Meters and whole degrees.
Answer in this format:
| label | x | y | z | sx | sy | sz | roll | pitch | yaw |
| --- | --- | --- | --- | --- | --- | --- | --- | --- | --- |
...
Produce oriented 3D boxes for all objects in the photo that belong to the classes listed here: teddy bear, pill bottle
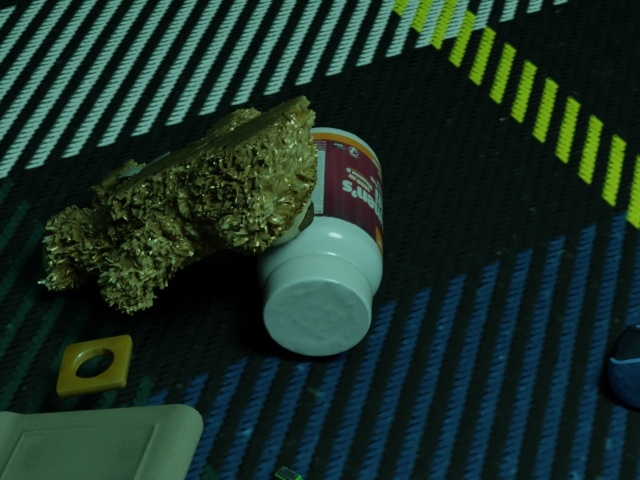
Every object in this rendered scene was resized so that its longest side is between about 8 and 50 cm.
| label | x | y | z | sx | sy | sz | roll | pitch | yaw |
| --- | --- | --- | --- | --- | --- | --- | --- | --- | --- |
| teddy bear | -0.125 | -0.026 | 1.465 | 0.338 | 0.113 | 0.245 | -22 | 19 | 26 |
| pill bottle | 0.000 | 0.000 | 1.507 | 0.121 | 0.121 | 0.221 | 2 | 41 | -1 |

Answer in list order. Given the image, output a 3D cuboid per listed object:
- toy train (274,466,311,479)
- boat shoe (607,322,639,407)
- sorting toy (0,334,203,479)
| label | x | y | z | sx | sy | sz | roll | pitch | yaw |
| --- | --- | --- | --- | --- | --- | --- | --- | --- | --- |
| toy train | -0.004 | 0.218 | 1.329 | 0.083 | 0.023 | 0.017 | 25 | 45 | 24 |
| boat shoe | 0.396 | 0.109 | 1.419 | 0.258 | 0.109 | 0.089 | 12 | 38 | 7 |
| sorting toy | -0.205 | 0.213 | 1.286 | 0.196 | 0.047 | 0.347 | -2 | 40 | 19 |
